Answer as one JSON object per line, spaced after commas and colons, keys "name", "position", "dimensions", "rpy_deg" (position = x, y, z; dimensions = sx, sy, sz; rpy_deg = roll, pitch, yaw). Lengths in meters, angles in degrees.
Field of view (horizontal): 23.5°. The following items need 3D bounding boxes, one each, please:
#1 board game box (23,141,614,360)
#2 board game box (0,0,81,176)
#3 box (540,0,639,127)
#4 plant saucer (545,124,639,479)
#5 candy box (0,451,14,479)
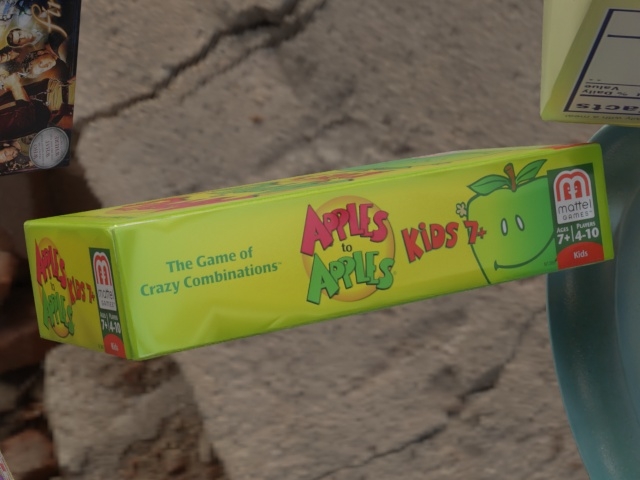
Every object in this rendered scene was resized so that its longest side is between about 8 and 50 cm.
{"name": "board game box", "position": [0.000, 0.000, 0.533], "dimensions": [0.092, 0.181, 0.043], "rpy_deg": [3, 102, 62]}
{"name": "board game box", "position": [-0.310, -0.177, 1.454], "dimensions": [0.042, 0.165, 0.243], "rpy_deg": [35, 127, 44]}
{"name": "box", "position": [0.144, -0.172, 0.473], "dimensions": [0.117, 0.243, 0.213], "rpy_deg": [4, 74, 0]}
{"name": "plant saucer", "position": [0.224, 0.080, 0.820], "dimensions": [0.044, 0.317, 0.317], "rpy_deg": [-15, 75, -21]}
{"name": "candy box", "position": [-0.193, 0.118, 0.840], "dimensions": [0.027, 0.105, 0.206], "rpy_deg": [-26, 83, -8]}
